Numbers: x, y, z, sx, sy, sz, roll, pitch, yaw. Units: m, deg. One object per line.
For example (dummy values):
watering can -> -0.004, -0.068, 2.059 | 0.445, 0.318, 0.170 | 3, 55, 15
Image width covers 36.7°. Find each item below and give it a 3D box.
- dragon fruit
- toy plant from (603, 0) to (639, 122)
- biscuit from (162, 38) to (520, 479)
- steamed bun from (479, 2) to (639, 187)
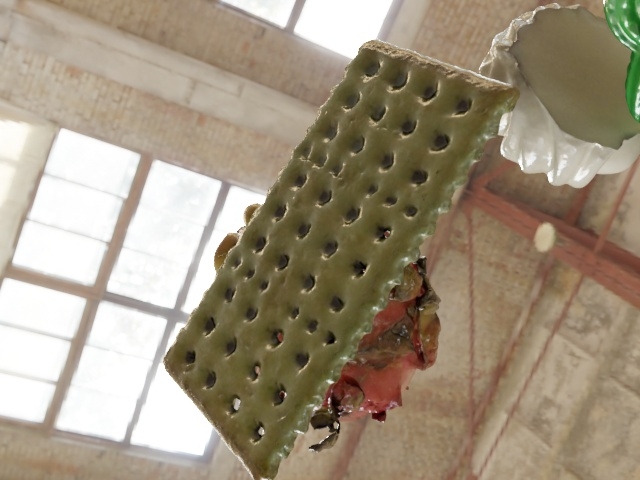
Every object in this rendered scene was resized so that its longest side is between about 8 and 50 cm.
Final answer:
dragon fruit -> -0.002, 0.067, 1.150 | 0.269, 0.291, 0.250 | -38, -146, -21
toy plant -> 0.298, -0.184, 0.744 | 0.154, 0.240, 0.088 | 3, -136, 25
biscuit -> 0.000, 0.000, 0.519 | 0.231, 0.016, 0.139 | -57, -142, 2
steamed bun -> 0.224, -0.133, 0.908 | 0.106, 0.183, 0.183 | 124, -27, -58
